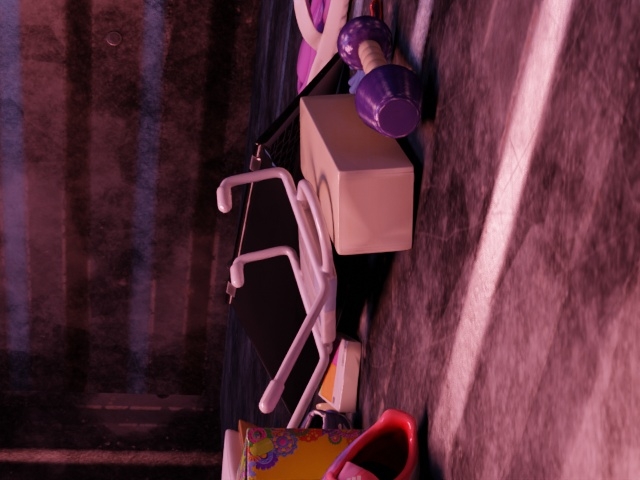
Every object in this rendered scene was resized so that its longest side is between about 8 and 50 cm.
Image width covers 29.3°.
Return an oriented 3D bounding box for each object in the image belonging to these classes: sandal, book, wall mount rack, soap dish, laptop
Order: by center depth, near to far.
[{"bbox_3d":[-0.042,0.094,1.483,0.350,0.131,0.304,88,167,-61],"label":"wall mount rack"},{"bbox_3d":[0.028,0.180,1.705,0.144,0.035,0.096,-165,81,-81],"label":"book"},{"bbox_3d":[0.000,0.000,1.863,0.408,0.236,0.382,-53,-14,-39],"label":"laptop"},{"bbox_3d":[-0.013,-0.385,1.909,0.169,0.102,0.416,-97,13,-49],"label":"sandal"},{"bbox_3d":[-0.128,0.510,2.373,0.291,0.118,0.228,-117,30,-73],"label":"soap dish"}]

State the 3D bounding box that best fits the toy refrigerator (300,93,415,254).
[{"bbox_3d":[0.042,-0.086,1.451,0.269,0.094,0.102,-112,20,-65],"label":"toy refrigerator"}]

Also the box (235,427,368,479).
[{"bbox_3d":[-0.012,0.399,1.400,0.279,0.177,0.289,106,164,-59],"label":"box"}]

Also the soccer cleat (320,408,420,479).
[{"bbox_3d":[0.011,0.282,1.173,0.318,0.109,0.116,-43,-30,-52],"label":"soccer cleat"}]

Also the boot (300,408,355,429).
[{"bbox_3d":[-0.017,0.315,1.616,0.086,0.069,0.189,32,-108,-59],"label":"boot"}]

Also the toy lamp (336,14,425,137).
[{"bbox_3d":[0.067,-0.187,1.389,0.274,0.080,0.080,-105,19,-62],"label":"toy lamp"}]

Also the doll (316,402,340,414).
[{"bbox_3d":[0.012,0.326,1.717,0.129,0.046,0.188,107,164,-63],"label":"doll"}]

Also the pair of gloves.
[{"bbox_3d":[0.061,-0.214,1.628,0.159,0.023,0.198,107,164,-61],"label":"pair of gloves"}]
